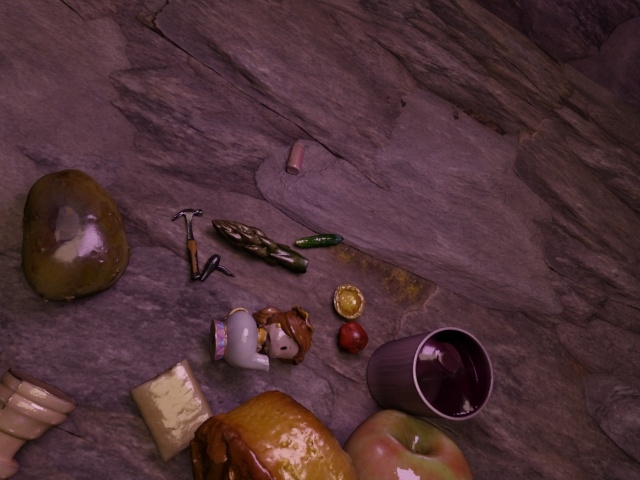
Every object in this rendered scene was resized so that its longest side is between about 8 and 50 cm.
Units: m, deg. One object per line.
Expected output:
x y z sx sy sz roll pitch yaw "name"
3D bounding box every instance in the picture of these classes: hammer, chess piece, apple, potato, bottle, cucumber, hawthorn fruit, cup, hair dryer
-0.339 0.008 1.076 0.078 0.021 0.200 -3 68 -23 "hammer"
-0.623 0.412 0.768 0.138 0.124 0.307 50 59 -37 "chess piece"
0.188 0.571 0.935 0.320 0.319 0.276 8 103 -20 "apple"
-0.545 -0.015 0.920 0.211 0.173 0.306 -9 77 -23 "potato"
-0.076 -0.255 1.278 0.045 0.045 0.096 18 64 -16 "bottle"
0.000 0.000 1.217 0.168 0.039 0.039 -6 73 -22 "cucumber"
0.084 0.262 1.132 0.093 0.093 0.092 8 68 -20 "hawthorn fruit"
0.293 0.332 1.080 0.289 0.273 0.208 -29 83 -29 "cup"
-0.266 0.085 1.084 0.083 0.031 0.078 34 72 -17 "hair dryer"

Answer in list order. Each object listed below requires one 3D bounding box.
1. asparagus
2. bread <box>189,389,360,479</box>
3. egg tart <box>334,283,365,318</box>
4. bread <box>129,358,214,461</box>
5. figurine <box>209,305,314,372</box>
-0.165 0.012 1.125 0.288 0.080 0.080 26 63 -21 "asparagus"
-0.089 0.484 0.799 0.215 0.398 0.397 -29 84 -39 "bread"
0.078 0.176 1.182 0.105 0.039 0.104 8 68 -20 "egg tart"
-0.324 0.377 0.927 0.140 0.060 0.178 -28 83 -29 "bread"
-0.133 0.236 1.017 0.264 0.142 0.189 1 48 -23 "figurine"
